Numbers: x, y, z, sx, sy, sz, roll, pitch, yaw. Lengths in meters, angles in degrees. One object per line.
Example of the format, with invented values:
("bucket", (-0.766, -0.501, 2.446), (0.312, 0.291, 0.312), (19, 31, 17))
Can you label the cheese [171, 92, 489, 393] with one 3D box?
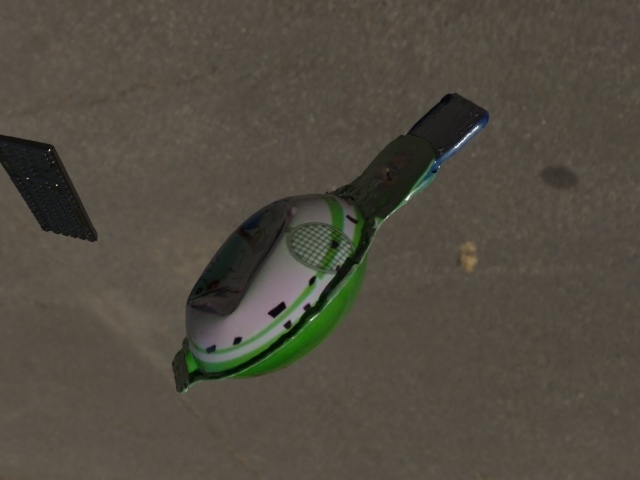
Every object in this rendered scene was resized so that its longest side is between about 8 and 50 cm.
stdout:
("cheese", (0.000, 0.000, 0.853), (0.083, 0.320, 0.204), (44, -176, -21))

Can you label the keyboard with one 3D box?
("keyboard", (-0.251, -0.045, 0.992), (0.061, 0.013, 0.204), (13, 160, 4))
